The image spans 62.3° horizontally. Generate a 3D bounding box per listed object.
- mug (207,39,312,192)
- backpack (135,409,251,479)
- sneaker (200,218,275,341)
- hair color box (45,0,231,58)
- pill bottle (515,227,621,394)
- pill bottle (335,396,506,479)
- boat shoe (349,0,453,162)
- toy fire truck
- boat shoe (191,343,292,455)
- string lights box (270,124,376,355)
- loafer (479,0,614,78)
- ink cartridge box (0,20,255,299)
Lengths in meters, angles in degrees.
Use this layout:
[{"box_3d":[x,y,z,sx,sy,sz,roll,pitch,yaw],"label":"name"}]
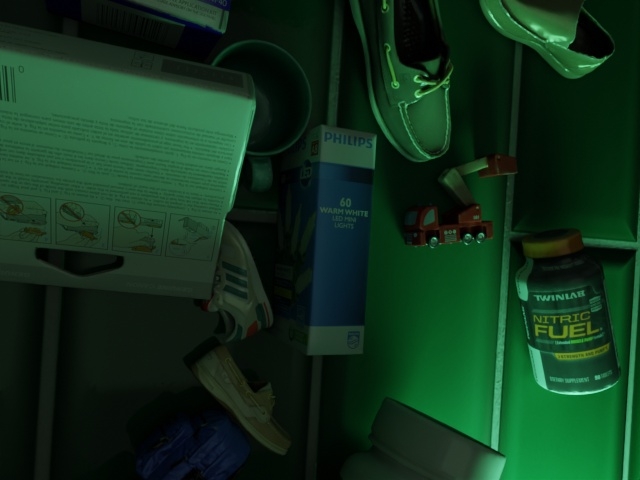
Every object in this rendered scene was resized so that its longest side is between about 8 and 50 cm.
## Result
[{"box_3d":[-0.093,-0.149,0.634,0.130,0.097,0.157,31,80,-23],"label":"mug"},{"box_3d":[-0.148,0.252,0.619,0.120,0.098,0.101,-35,101,-19],"label":"backpack"},{"box_3d":[-0.117,0.050,0.650,0.075,0.057,0.161,-27,105,-27],"label":"sneaker"},{"box_3d":[-0.176,-0.403,0.586,0.185,0.110,0.338,10,86,-24],"label":"hair color box"},{"box_3d":[0.388,0.106,0.845,0.131,0.130,0.245,-17,98,-23],"label":"pill bottle"},{"box_3d":[0.088,0.405,0.674,0.204,0.204,0.361,31,79,-22],"label":"pill bottle"},{"box_3d":[0.122,-0.243,0.713,0.109,0.091,0.304,-30,115,-20],"label":"boat shoe"},{"box_3d":[0.212,-0.062,0.804,0.192,0.047,0.135,-5,93,-24],"label":"toy fire truck"},{"box_3d":[-0.086,0.199,0.665,0.059,0.063,0.170,-44,107,-11],"label":"boat shoe"},{"box_3d":[0.000,0.000,0.660,0.077,0.133,0.259,3,89,-24],"label":"string lights box"},{"box_3d":[0.368,-0.358,0.843,0.269,0.092,0.101,22,82,-23],"label":"loafer"},{"box_3d":[-0.238,-0.066,0.538,0.297,0.066,0.261,7,127,-17],"label":"ink cartridge box"}]
